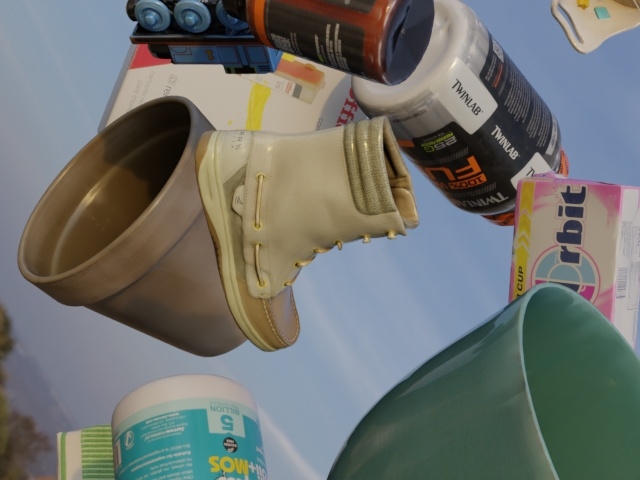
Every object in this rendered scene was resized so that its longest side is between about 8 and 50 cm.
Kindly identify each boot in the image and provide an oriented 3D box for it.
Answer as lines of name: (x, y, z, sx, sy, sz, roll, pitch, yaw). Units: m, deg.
boot: (0.000, 0.000, 0.898, 0.077, 0.165, 0.213, -73, 154, -56)

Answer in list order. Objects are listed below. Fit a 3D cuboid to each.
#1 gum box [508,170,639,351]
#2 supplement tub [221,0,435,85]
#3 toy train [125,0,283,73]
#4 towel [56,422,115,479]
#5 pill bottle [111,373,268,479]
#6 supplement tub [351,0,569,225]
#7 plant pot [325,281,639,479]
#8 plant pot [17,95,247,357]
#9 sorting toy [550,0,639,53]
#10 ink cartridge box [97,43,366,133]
gum box: (0.241, 0.029, 1.035, 0.107, 0.062, 0.188, 6, -87, 38)
supplement tub: (0.002, -0.222, 1.044, 0.198, 0.106, 0.106, 23, -33, 26)
toy train: (-0.128, -0.242, 1.234, 0.184, 0.080, 0.105, 2, -44, 17)
towel: (-0.265, 0.398, 1.699, 0.038, 0.325, 0.248, 35, 48, -65)
pill bottle: (-0.115, 0.269, 1.019, 0.146, 0.146, 0.264, 85, -6, -56)
supplement tub: (0.214, -0.176, 1.596, 0.338, 0.207, 0.207, 41, -2, -38)
plant pot: (0.143, 0.213, 0.860, 0.293, 0.235, 0.293, 38, 35, -33)
plant pot: (-0.207, 0.009, 1.519, 0.280, 0.323, 0.323, 46, -7, -32)
sorting toy: (0.199, -0.180, 0.813, 0.045, 0.075, 0.083, -1, -44, 52)
ink cartridge box: (-0.131, -0.219, 1.770, 0.385, 0.279, 0.160, 20, 8, -17)
